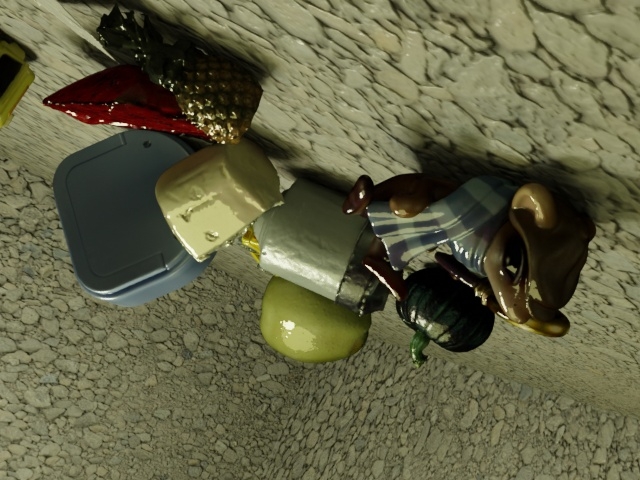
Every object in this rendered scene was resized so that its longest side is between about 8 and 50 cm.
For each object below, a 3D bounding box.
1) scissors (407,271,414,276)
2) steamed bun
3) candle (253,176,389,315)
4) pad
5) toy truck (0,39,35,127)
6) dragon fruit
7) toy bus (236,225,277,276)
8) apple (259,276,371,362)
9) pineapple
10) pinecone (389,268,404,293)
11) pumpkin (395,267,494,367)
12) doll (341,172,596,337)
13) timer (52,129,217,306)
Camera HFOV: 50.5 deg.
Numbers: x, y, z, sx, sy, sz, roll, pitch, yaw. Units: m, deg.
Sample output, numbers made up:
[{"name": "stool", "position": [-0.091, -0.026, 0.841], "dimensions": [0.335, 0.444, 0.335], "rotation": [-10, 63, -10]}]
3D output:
[{"name": "scissors", "position": [0.338, 0.157, 1.923], "dimensions": [0.191, 0.029, 0.360], "rotation": [7, 159, 42]}, {"name": "steamed bun", "position": [-0.182, -0.094, 1.324], "dimensions": [0.226, 0.170, 0.200], "rotation": [-23, 111, 22]}, {"name": "candle", "position": [0.000, 0.000, 1.387], "dimensions": [0.343, 0.221, 0.221], "rotation": [22, 169, 7]}, {"name": "pad", "position": [-0.388, -0.338, 0.958], "dimensions": [0.232, 0.004, 0.156], "rotation": [38, 175, 26]}, {"name": "toy truck", "position": [-0.750, -0.334, 1.425], "dimensions": [0.254, 0.180, 0.405], "rotation": [35, 165, -37]}, {"name": "dragon fruit", "position": [-0.294, -0.235, 1.168], "dimensions": [0.282, 0.100, 0.344], "rotation": [14, 178, -44]}, {"name": "toy bus", "position": [-0.102, 0.006, 1.801], "dimensions": [0.152, 0.144, 0.330], "rotation": [19, 166, 14]}, {"name": "apple", "position": [-0.009, 0.208, 2.078], "dimensions": [0.358, 0.357, 0.357], "rotation": [22, 169, 5]}, {"name": "pineapple", "position": [-0.204, -0.241, 0.972], "dimensions": [0.251, 0.125, 0.125], "rotation": [32, 167, -18]}, {"name": "pinecone", "position": [0.174, 0.091, 1.805], "dimensions": [0.102, 0.102, 0.109], "rotation": [6, 132, 56]}, {"name": "pumpkin", "position": [0.286, 0.196, 1.659], "dimensions": [0.248, 0.247, 0.248], "rotation": [22, 169, 5]}, {"name": "doll", "position": [0.219, 0.007, 1.009], "dimensions": [0.340, 0.209, 0.318], "rotation": [13, 168, 33]}, {"name": "timer", "position": [-0.377, -0.064, 1.518], "dimensions": [0.395, 0.394, 0.173], "rotation": [20, 168, 15]}]
